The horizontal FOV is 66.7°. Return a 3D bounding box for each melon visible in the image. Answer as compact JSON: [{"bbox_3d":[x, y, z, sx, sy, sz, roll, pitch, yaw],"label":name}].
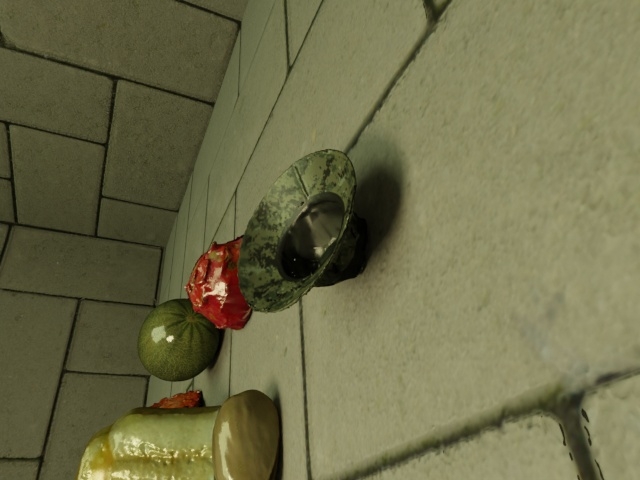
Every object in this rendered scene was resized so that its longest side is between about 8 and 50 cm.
[{"bbox_3d":[-0.423,0.297,1.467,0.301,0.238,0.237,130,144,-50],"label":"melon"}]

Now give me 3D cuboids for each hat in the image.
[{"bbox_3d":[0.000,0.000,0.725,0.265,0.128,0.265,-30,50,43],"label":"hat"}]

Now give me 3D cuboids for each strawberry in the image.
[{"bbox_3d":[-0.457,0.595,1.547,0.234,0.234,0.178,3,113,68],"label":"strawberry"}]

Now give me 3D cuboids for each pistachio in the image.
[{"bbox_3d":[-0.135,0.383,0.897,0.129,0.131,0.206,54,-159,-54],"label":"pistachio"}]

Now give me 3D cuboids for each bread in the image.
[{"bbox_3d":[-0.388,0.553,1.151,0.210,0.341,0.300,95,172,-62],"label":"bread"}]

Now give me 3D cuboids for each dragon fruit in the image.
[{"bbox_3d":[-0.239,0.115,1.251,0.189,0.163,0.261,20,99,40],"label":"dragon fruit"}]
